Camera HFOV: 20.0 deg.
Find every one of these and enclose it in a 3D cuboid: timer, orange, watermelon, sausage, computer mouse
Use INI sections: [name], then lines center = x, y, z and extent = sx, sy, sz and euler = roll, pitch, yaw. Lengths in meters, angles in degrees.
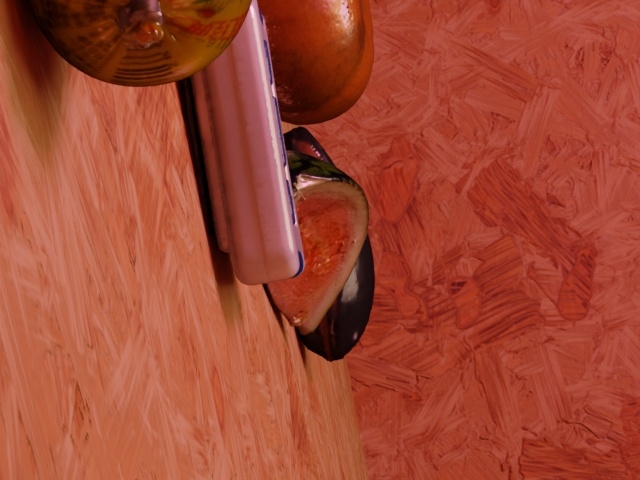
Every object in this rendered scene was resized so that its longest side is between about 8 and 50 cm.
[timer]
center = -0.070, -0.086, 1.612
extent = 0.178, 0.078, 0.253
euler = 65, 15, -88
[orange]
center = -0.032, -0.245, 2.027
extent = 0.240, 0.171, 0.240
euler = -7, 90, -80
[watermelon]
center = -0.009, -0.023, 2.018
extent = 0.303, 0.128, 0.159
euler = 72, 8, -65
[sausage]
center = -0.097, -0.182, 1.013
extent = 0.347, 0.123, 0.123
euler = -98, 175, -62
[computer mouse]
center = 0.005, 0.000, 2.381
extent = 0.183, 0.116, 0.323
euler = 85, -6, -70
